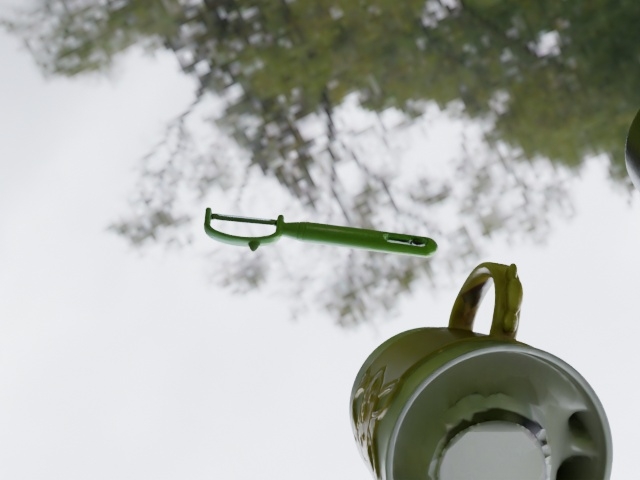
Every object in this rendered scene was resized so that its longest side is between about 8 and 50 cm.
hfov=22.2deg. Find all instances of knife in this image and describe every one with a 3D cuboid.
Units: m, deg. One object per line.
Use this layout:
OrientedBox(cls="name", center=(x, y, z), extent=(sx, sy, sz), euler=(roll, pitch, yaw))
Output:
OrientedBox(cls="knife", center=(0.000, -0.001, 1.450), extent=(0.212, 0.015, 0.054), euler=(7, -146, -1))

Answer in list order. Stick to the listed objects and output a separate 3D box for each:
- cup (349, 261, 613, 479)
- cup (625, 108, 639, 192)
OrientedBox(cls="cup", center=(0.124, 0.133, 1.351), extent=(0.185, 0.241, 0.226), euler=(11, -177, -14))
OrientedBox(cls="cup", center=(0.361, -0.023, 1.458), extent=(0.166, 0.239, 0.177), euler=(4, -155, -20))
